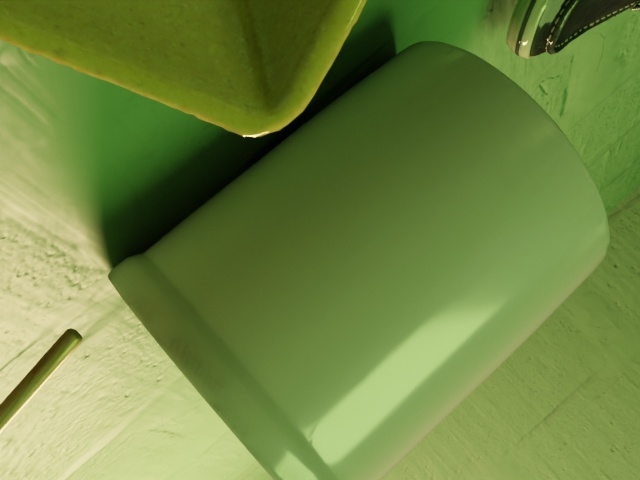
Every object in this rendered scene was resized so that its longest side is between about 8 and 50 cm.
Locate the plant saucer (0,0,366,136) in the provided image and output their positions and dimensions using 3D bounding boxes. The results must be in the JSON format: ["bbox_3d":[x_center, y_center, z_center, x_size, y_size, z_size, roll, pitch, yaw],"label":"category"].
[{"bbox_3d":[-0.091,-0.229,0.232,0.332,0.081,0.333,19,126,-19],"label":"plant saucer"}]

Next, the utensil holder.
[{"bbox_3d":[0.044,0.038,0.837,0.385,0.327,0.327,-39,159,-11],"label":"utensil holder"}]

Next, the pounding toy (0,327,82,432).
[{"bbox_3d":[-0.268,0.041,0.562,0.155,0.154,0.270,-20,130,-45],"label":"pounding toy"}]

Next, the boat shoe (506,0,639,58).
[{"bbox_3d":[0.426,-0.364,0.970,0.500,0.156,0.187,-37,160,-11],"label":"boat shoe"}]
